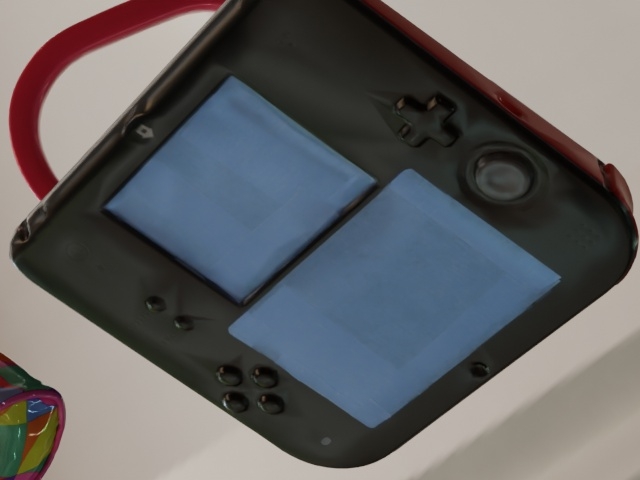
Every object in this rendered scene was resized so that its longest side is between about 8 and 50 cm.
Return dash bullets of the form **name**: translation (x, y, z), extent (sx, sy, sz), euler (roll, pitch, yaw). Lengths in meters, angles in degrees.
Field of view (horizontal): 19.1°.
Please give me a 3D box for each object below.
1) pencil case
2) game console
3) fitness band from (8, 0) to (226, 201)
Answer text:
- **pencil case**: translation (-0.282, 0.090, 1.294), extent (0.236, 0.104, 0.104), euler (28, -104, 29)
- **game console**: translation (0.000, 0.000, 1.388), extent (0.386, 0.342, 0.060), euler (-42, -156, 37)
- **fitness band**: translation (-0.144, -0.123, 1.764), extent (0.291, 0.054, 0.209), euler (-23, -93, -2)
